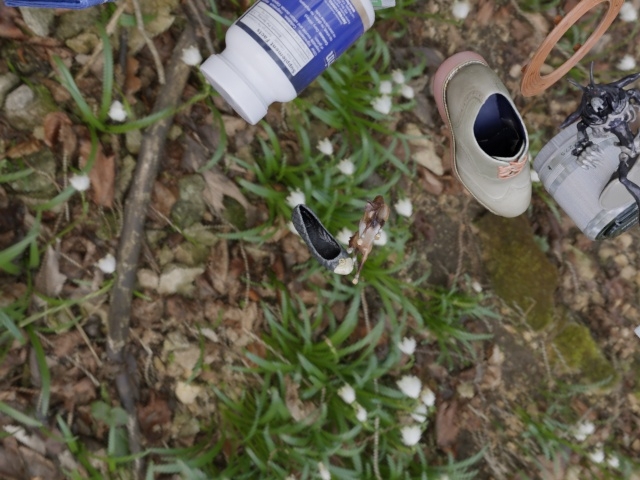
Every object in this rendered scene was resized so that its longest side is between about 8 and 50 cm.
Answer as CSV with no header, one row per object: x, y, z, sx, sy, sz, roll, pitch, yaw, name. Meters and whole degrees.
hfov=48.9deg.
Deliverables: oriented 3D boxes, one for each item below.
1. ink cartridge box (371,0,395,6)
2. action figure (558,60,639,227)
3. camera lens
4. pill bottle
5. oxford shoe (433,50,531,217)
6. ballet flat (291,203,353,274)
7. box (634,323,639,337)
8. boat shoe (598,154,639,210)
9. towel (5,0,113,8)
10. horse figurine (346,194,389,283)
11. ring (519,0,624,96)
0.066,-0.541,1.316,0.154,0.093,0.212,-32,118,-60,ink cartridge box
0.503,-0.168,1.157,0.164,0.275,0.141,-36,177,24,action figure
0.715,-0.152,1.822,0.219,0.274,0.219,-28,157,-13,camera lens
-0.055,-0.318,1.124,0.265,0.153,0.153,-43,141,-2,pill bottle
0.322,-0.157,1.311,0.141,0.146,0.397,-34,132,6,oxford shoe
0.000,0.000,1.385,0.057,0.173,0.049,-38,165,-16,ballet flat
0.705,0.114,1.066,0.168,0.215,0.345,7,132,-41,box
0.727,-0.157,1.648,0.075,0.065,0.206,25,126,-9,boat shoe
-0.388,-0.484,1.305,0.336,0.243,0.040,-39,133,-44,towel
0.114,-0.021,1.696,0.263,0.066,0.174,109,0,-46,horse figurine
0.591,-0.480,1.664,0.337,0.032,0.336,-36,162,-14,ring
